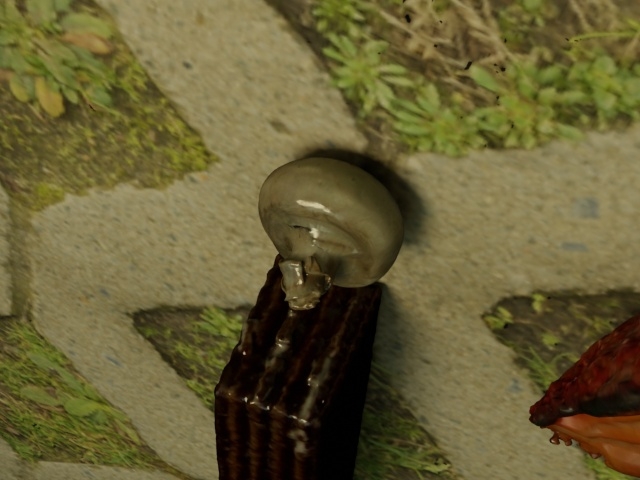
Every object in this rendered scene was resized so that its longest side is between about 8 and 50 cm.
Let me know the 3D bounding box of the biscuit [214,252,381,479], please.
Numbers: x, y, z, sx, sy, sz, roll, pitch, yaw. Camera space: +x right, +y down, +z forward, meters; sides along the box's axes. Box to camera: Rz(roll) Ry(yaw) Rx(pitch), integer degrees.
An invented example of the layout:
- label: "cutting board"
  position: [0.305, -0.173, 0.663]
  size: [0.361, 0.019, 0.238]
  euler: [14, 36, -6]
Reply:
- label: "biscuit"
  position: [-0.018, 0.152, 1.012]
  size: [0.073, 0.107, 0.388]
  euler: [20, 150, 9]

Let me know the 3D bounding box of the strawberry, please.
- label: "strawberry"
  position: [0.202, 0.075, 0.731]
  size: [0.140, 0.085, 0.192]
  euler: [26, 157, -11]

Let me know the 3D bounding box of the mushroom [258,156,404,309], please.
- label: "mushroom"
  position: [0.000, 0.000, 0.788]
  size: [0.085, 0.079, 0.085]
  euler: [24, 152, 14]
